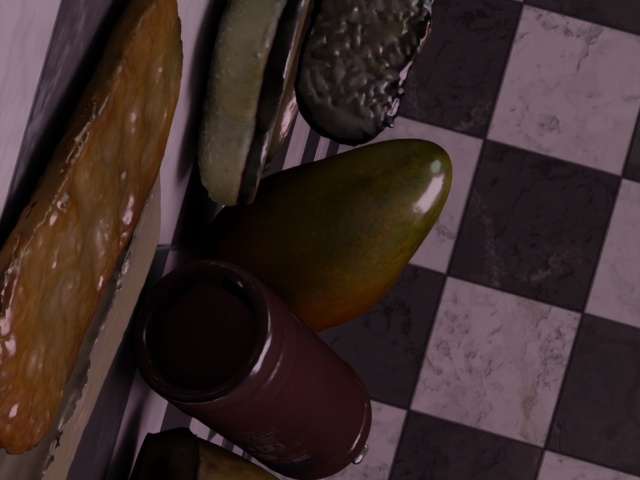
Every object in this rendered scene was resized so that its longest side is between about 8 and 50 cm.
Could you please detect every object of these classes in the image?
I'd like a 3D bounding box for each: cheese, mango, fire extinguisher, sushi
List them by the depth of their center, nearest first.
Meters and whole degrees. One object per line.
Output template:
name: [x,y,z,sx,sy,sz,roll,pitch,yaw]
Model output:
cheese: [-0.142,0.118,0.767,0.085,0.034,0.400,110,-1,-53]
sushi: [0.031,-0.145,1.188,0.078,0.090,0.150,-38,145,-88]
fire extinguisher: [-0.041,0.108,1.214,0.102,0.138,0.344,-58,155,-8]
mango: [-0.006,0.001,1.232,0.289,0.146,0.129,142,-62,-68]

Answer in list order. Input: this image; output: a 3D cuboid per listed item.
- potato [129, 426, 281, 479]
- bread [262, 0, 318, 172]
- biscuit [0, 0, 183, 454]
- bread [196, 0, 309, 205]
potato: [-0.064,0.293,1.189,0.285,0.242,0.243,-92,-166,-61]
bread: [-0.029,-0.156,1.254,0.073,0.053,0.214,-139,-113,-74]
biscuit: [-0.107,-0.017,0.734,0.118,0.029,0.247,93,12,-47]
bread: [-0.037,-0.146,1.099,0.207,0.056,0.287,-76,-179,-71]
